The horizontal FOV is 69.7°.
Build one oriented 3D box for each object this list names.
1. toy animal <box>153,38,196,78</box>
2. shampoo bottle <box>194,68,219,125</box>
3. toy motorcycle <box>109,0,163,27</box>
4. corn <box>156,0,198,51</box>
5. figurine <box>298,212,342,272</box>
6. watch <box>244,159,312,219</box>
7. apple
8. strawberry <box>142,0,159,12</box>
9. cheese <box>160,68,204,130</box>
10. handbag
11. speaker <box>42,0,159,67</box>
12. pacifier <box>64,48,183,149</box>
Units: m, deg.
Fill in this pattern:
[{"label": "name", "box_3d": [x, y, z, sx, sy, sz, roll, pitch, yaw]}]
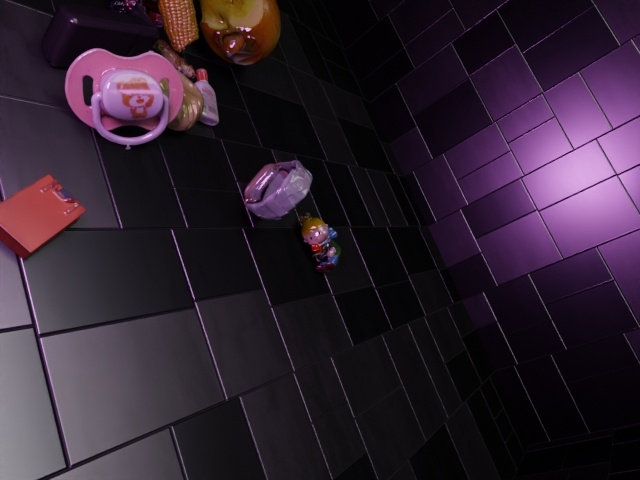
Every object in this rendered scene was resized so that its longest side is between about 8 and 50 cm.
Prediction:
[{"label": "toy animal", "box_3d": [-0.581, -0.701, 1.750, 0.241, 0.056, 0.099, 42, 29, -24]}, {"label": "shampoo bottle", "box_3d": [-0.449, -0.561, 1.785, 0.108, 0.051, 0.221, 10, 65, -57]}, {"label": "toy motorcycle", "box_3d": [-0.654, -0.839, 1.691, 0.213, 0.122, 0.082, -4, 99, -56]}, {"label": "corn", "box_3d": [-0.534, -0.896, 1.666, 0.144, 0.143, 0.387, -69, 153, -51]}, {"label": "figurine", "box_3d": [-0.013, 0.006, 1.914, 0.234, 0.127, 0.185, 56, 38, -25]}, {"label": "watch", "box_3d": [-0.146, -0.179, 1.691, 0.161, 0.253, 0.241, 39, 0, -30]}, {"label": "apple", "box_3d": [-0.357, -0.952, 1.983, 0.384, 0.374, 0.375, 29, 43, -47]}, {"label": "strawberry", "box_3d": [-0.641, -1.030, 1.777, 0.274, 0.220, 0.274, -31, 129, -49]}, {"label": "cheese", "box_3d": [-0.524, -0.493, 1.607, 0.226, 0.117, 0.214, 44, 38, -15]}, {"label": "handbag", "box_3d": [-0.673, -0.061, 1.093, 0.127, 0.062, 0.190, 48, 37, -17]}, {"label": "speaker", "box_3d": [-0.696, -0.670, 1.456, 0.184, 0.180, 0.388, 53, 31, 2]}, {"label": "pacifier", "box_3d": [-0.584, -0.451, 1.381, 0.332, 0.220, 0.273, -11, 72, -33]}]
